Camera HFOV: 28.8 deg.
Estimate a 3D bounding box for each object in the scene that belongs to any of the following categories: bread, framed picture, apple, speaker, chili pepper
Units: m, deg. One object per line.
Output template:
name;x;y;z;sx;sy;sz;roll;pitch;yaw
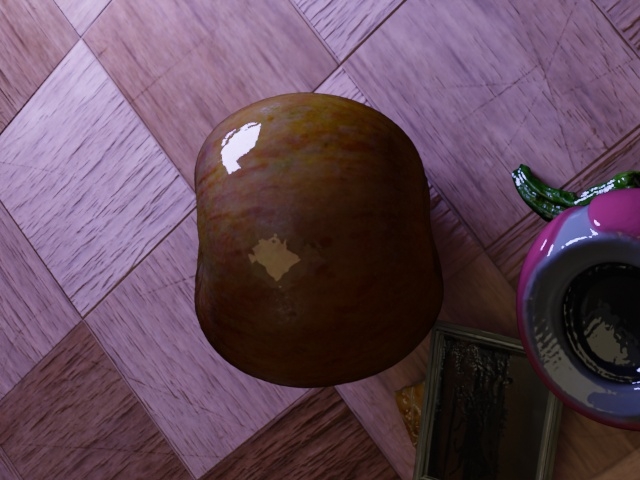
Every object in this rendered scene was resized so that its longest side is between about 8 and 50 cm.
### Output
bread;0.204;0.232;1.741;0.188;0.068;0.125;-27;87;31
framed picture;0.226;0.244;1.683;0.197;0.014;0.252;12;108;22
apple;0.000;0.000;1.634;0.333;0.400;0.400;0;104;-9
speaker;0.386;0.079;1.484;0.294;0.294;0.294;7;105;28
chili pepper;0.333;-0.058;1.614;0.182;0.050;0.073;4;111;31
